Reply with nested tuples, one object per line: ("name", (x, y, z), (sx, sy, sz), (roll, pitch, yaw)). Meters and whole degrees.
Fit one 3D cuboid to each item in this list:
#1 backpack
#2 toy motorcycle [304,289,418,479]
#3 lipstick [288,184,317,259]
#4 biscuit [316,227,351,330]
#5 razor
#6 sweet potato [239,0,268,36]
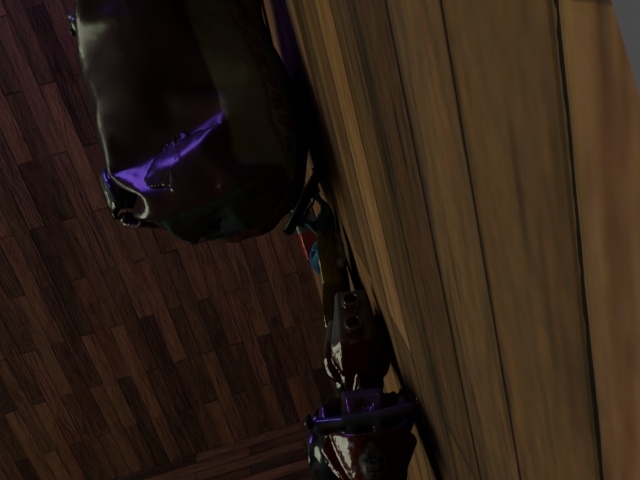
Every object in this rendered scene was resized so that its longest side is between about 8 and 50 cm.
("backpack", (-0.118, -0.125, 0.710), (0.317, 0.197, 0.283), (29, -136, -79))
("toy motorcycle", (0.029, 0.128, 0.525), (0.122, 0.082, 0.213), (86, 179, -45))
("lipstick", (-0.056, -0.118, 1.180), (0.051, 0.051, 0.312), (-127, 19, -77))
("biscuit", (0.026, 0.074, 0.737), (0.205, 0.031, 0.138), (75, -172, -62))
("razor", (0.000, 0.000, 0.798), (0.253, 0.042, 0.081), (80, -145, -72))
("sweet potato", (-0.104, -0.302, 0.918), (0.233, 0.062, 0.081), (71, -163, -66))
